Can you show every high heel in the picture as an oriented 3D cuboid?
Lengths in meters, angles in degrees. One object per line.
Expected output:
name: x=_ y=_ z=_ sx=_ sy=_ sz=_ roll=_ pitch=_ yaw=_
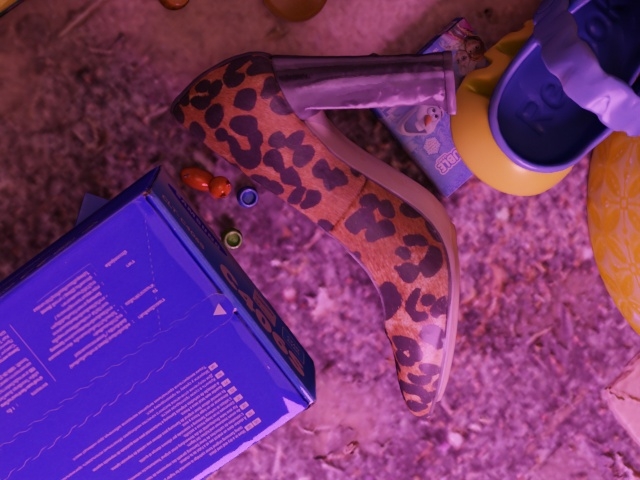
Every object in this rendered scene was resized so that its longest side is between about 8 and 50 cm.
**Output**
high heel: x=0.000 y=0.000 z=0.894 sx=0.186 sy=0.093 sz=0.261 roll=-2 pitch=107 yaw=4

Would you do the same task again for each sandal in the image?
sandal: x=0.214 y=-0.170 z=0.876 sx=0.126 sy=0.138 sz=0.317 roll=31 pitch=80 yaw=-13

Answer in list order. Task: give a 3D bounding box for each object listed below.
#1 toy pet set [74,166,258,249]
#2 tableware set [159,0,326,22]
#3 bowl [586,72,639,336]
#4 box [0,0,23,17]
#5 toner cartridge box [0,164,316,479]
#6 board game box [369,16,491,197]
toy pet set: x=-0.107 y=0.007 z=0.869 sx=0.114 sy=0.065 sz=0.122 roll=20 pitch=91 yaw=-13
tableware set: x=-0.038 y=-0.194 z=0.887 sx=0.154 sy=0.024 sz=0.104 roll=-20 pitch=103 yaw=-11
bowl: x=0.348 y=-0.028 z=0.916 sx=0.289 sy=0.156 sz=0.290 roll=-1 pitch=96 yaw=-11
box: x=-0.218 y=-0.196 z=0.837 sx=0.179 sy=0.043 sz=0.105 roll=-37 pitch=101 yaw=-4
toner cartridge box: x=-0.189 y=0.123 z=0.818 sx=0.347 sy=0.075 sz=0.165 roll=-35 pitch=103 yaw=8
board game box: x=0.092 y=-0.093 z=0.924 sx=0.090 sy=0.020 sz=0.090 roll=-42 pitch=104 yaw=-5
